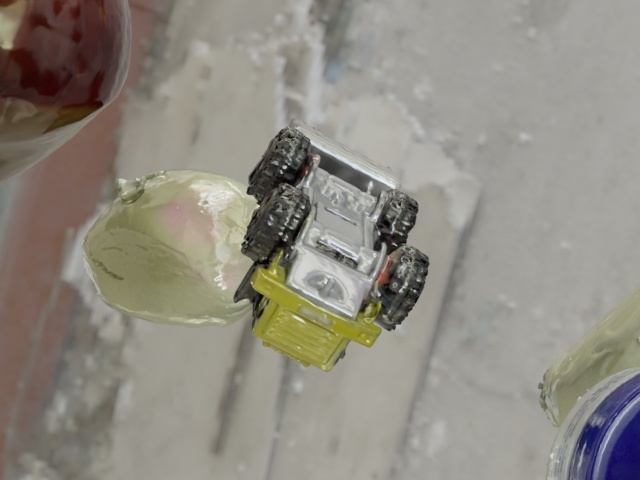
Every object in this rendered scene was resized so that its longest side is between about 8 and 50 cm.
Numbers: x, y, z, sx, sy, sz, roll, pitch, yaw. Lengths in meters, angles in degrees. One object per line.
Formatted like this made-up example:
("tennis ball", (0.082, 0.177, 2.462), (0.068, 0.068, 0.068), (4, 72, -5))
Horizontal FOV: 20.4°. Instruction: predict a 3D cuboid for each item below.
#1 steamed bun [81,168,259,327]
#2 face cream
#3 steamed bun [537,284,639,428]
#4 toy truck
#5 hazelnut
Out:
("steamed bun", (-0.146, -0.002, 1.936), (0.238, 0.170, 0.153), (4, 121, 41))
("face cream", (0.296, 0.206, 1.498), (0.111, 0.206, 0.206), (177, 106, -74))
("steamed bun", (0.451, 0.162, 2.204), (0.312, 0.233, 0.334), (-44, -4, 25))
("toy truck", (0.000, 0.000, 1.355), (0.111, 0.136, 0.286), (-58, 9, 20))
("hazelnut", (-0.401, -0.212, 1.831), (0.409, 0.359, 0.359), (-34, 43, 18))
